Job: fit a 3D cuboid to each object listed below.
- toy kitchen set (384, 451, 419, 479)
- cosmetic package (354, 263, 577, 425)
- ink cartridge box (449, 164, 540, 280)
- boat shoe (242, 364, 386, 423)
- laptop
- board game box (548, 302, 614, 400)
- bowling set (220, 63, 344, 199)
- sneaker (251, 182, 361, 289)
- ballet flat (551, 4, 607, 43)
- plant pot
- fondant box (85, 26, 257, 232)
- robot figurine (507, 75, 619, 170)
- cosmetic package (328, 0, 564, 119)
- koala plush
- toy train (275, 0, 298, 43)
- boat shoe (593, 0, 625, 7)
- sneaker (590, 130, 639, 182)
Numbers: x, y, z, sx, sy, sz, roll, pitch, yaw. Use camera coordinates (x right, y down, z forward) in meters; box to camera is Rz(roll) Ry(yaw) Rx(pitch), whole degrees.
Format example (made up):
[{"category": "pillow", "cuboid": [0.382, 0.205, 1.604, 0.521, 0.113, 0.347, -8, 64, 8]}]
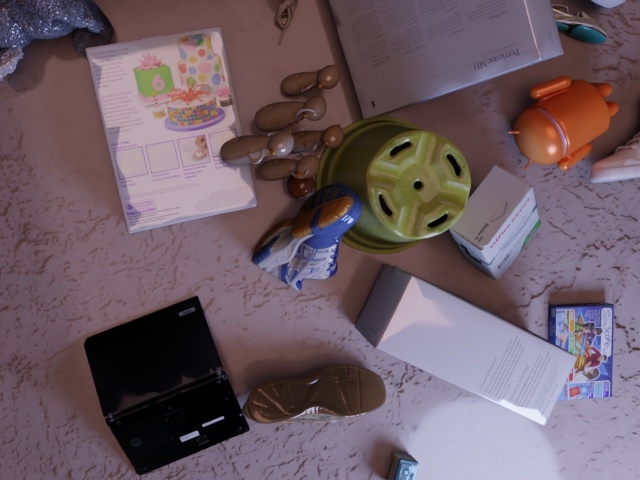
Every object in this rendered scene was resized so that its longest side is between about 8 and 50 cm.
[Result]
[{"category": "toy kitchen set", "cuboid": [0.235, 0.537, 1.355, 0.207, 0.122, 0.166, 14, 92, -10]}, {"category": "cosmetic package", "cuboid": [0.271, 0.192, 1.299, 0.365, 0.197, 0.155, 25, 91, -9]}, {"category": "ink cartridge box", "cuboid": [0.336, -0.029, 1.282, 0.087, 0.208, 0.153, 37, 87, 28]}, {"category": "boat shoe", "cuboid": [-0.011, 0.305, 1.317, 0.285, 0.089, 0.105, 1, 69, -20]}, {"category": "laptop", "cuboid": [-0.294, 0.284, 1.303, 0.234, 0.136, 0.264, -21, 123, -7]}, {"category": "board game box", "cuboid": [0.553, 0.235, 1.429, 0.136, 0.035, 0.201, -1, 95, -9]}, {"category": "bowling set", "cuboid": [-0.023, -0.175, 1.218, 0.200, 0.154, 0.287, 56, 49, -32]}, {"category": "sneaker", "cuboid": [0.000, 0.000, 1.215, 0.131, 0.296, 0.112, 39, 54, -15]}, {"category": "ballet flat", "cuboid": [0.508, -0.446, 1.360, 0.168, 0.057, 0.052, 12, 83, -10]}, {"category": "plant pot", "cuboid": [0.145, -0.101, 1.224, 0.276, 0.254, 0.276, -1, 94, -10]}, {"category": "fondant box", "cuboid": [-0.267, -0.199, 1.229, 0.238, 0.096, 0.330, -12, 97, -9]}, {"category": "robot figurine", "cuboid": [0.478, -0.235, 1.334, 0.219, 0.158, 0.128, -32, 59, -6]}, {"category": "cosmetic package", "cuboid": [0.194, -0.396, 1.159, 0.097, 0.377, 0.284, -21, 98, -43]}, {"category": "koala plush", "cuboid": [-0.509, -0.390, 1.138, 0.221, 0.203, 0.196, -25, 98, 5]}, {"category": "toy train", "cuboid": [-0.095, -0.509, 1.241, 0.143, 0.105, 0.248, 28, 116, 8]}, {"category": "boat shoe", "cuboid": [0.506, -0.626, 1.279, 0.367, 0.156, 0.136, 50, 53, -6]}, {"category": "sneaker", "cuboid": [0.669, -0.217, 1.385, 0.292, 0.108, 0.169, -13, 95, -18]}]
